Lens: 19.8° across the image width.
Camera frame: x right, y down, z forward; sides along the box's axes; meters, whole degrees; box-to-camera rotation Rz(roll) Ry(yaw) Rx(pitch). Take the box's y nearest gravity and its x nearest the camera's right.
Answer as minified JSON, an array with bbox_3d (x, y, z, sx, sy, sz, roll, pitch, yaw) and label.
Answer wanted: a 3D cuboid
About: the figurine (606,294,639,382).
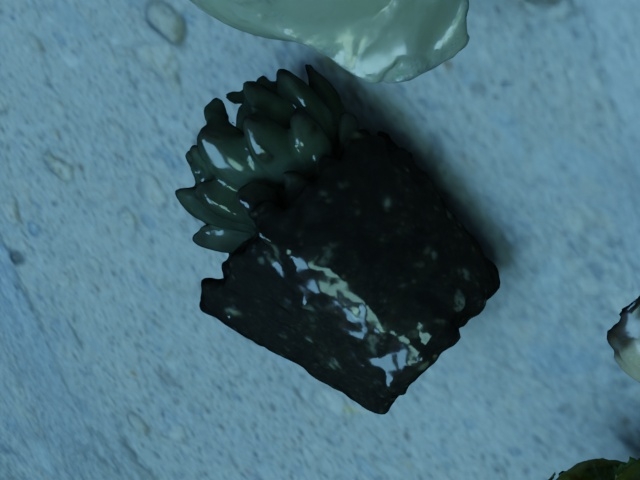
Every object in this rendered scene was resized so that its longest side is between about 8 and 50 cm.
[{"bbox_3d":[0.300,0.148,0.826,0.306,0.241,0.411,-11,94,25],"label":"figurine"}]

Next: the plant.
[{"bbox_3d":[0.000,0.000,1.062,0.194,0.129,0.132,45,143,4],"label":"plant"}]

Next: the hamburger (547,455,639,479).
[{"bbox_3d":[0.178,0.195,1.011,0.185,0.177,0.113,32,155,-20],"label":"hamburger"}]

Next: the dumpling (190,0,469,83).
[{"bbox_3d":[-0.007,-0.198,0.912,0.258,0.147,0.193,38,110,26],"label":"dumpling"}]
